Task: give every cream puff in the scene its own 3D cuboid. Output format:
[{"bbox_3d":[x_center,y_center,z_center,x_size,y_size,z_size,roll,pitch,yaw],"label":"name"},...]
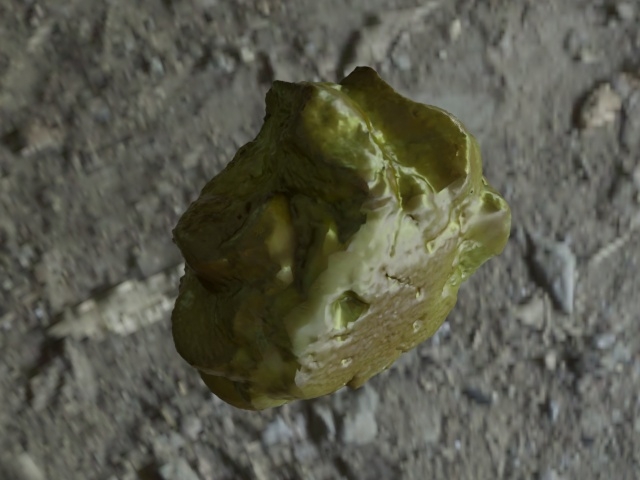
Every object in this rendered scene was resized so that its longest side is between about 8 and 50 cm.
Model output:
[{"bbox_3d":[0.000,0.000,0.439,0.083,0.083,0.058,-13,36,-31],"label":"cream puff"}]
